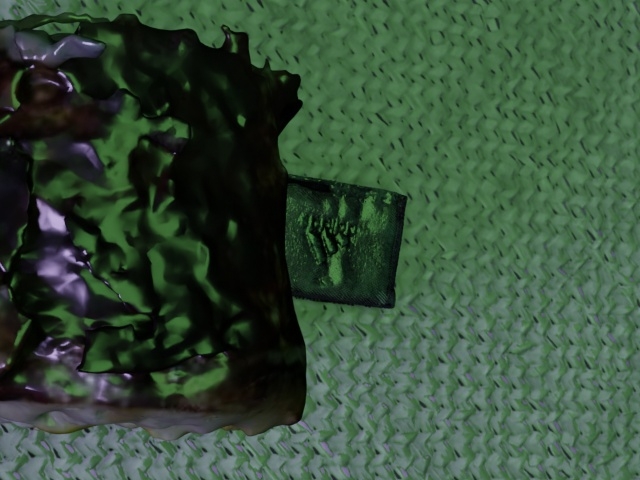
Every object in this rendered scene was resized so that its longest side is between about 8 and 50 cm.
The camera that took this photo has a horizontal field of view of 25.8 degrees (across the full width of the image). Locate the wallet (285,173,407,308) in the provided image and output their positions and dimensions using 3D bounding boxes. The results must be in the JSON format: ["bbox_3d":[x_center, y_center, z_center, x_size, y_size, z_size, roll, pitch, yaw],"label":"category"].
[{"bbox_3d":[0.000,0.000,1.265,0.166,0.030,0.111,9,88,-27],"label":"wallet"}]

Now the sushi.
[{"bbox_3d":[-0.166,-0.004,1.035,0.299,0.281,0.294,5,85,-43],"label":"sushi"}]
